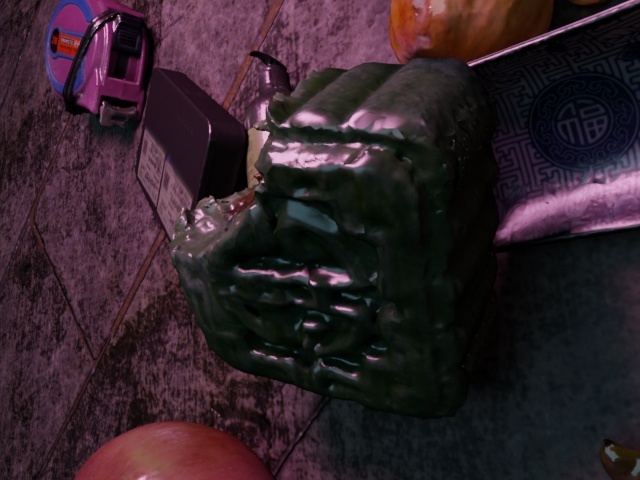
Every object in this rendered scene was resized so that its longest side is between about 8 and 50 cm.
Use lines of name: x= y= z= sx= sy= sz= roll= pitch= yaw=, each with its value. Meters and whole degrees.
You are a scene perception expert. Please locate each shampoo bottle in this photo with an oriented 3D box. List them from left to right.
shampoo bottle: x=-0.051 y=-0.119 z=0.760 sx=0.101 sy=0.101 sz=0.284 roll=-21 pitch=69 yaw=38

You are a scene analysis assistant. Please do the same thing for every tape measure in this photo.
tape measure: x=-0.444 y=-0.360 z=1.137 sx=0.231 sy=0.149 sz=0.245 roll=26 pitch=107 yaw=39

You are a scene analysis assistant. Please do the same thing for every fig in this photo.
fig: x=0.158 y=-0.281 z=0.561 sx=0.159 sy=0.159 sz=0.257 roll=21 pitch=100 yaw=42

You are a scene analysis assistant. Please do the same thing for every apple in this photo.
apple: x=-0.176 y=0.375 z=0.694 sx=0.306 sy=0.235 sz=0.306 roll=-7 pitch=80 yaw=41

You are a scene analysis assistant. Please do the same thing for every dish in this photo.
dish: x=0.226 y=-0.097 z=0.499 sx=0.243 sy=0.080 sz=0.182 roll=-12 pitch=108 yaw=38

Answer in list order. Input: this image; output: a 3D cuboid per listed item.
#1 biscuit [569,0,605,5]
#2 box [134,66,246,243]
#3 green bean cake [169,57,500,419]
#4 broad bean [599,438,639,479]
biscuit: x=0.247 y=-0.354 z=0.527 sx=0.153 sy=0.030 sz=0.234 roll=40 pitch=131 yaw=38
box: x=-0.216 y=-0.129 z=0.879 sx=0.350 sy=0.058 sz=0.211 roll=46 pitch=126 yaw=49
green bean cake: x=0.000 y=0.000 z=0.535 sx=0.308 sy=0.169 sz=0.300 roll=6 pitch=123 yaw=29
broad bean: x=0.357 y=0.211 z=0.358 sx=0.339 sy=0.061 sz=0.077 roll=22 pitch=109 yaw=42
